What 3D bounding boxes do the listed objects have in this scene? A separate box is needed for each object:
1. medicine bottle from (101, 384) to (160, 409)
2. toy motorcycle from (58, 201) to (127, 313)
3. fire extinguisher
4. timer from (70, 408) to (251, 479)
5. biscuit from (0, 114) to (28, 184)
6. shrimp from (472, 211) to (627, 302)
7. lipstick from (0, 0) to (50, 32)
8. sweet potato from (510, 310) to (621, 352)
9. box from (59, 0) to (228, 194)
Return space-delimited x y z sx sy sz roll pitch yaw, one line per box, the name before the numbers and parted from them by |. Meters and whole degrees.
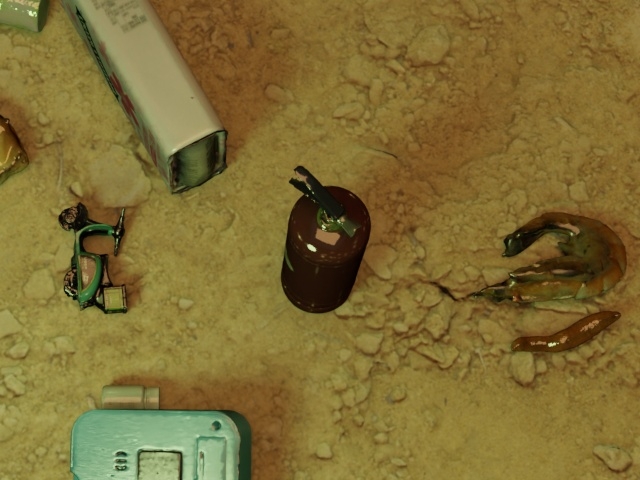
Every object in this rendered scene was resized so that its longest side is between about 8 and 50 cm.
medicine bottle | -0.276 0.234 1.779 0.083 0.047 0.047 1 74 -5
toy motorcycle | -0.338 0.025 1.830 0.100 0.058 0.173 -3 76 -13
fire extinguisher | 0.000 0.000 1.718 0.135 0.337 0.114 39 73 8
timer | -0.227 0.353 1.731 0.250 0.091 0.232 1 86 6
biscuit | -0.582 -0.081 1.843 0.154 0.045 0.299 41 76 6
shrimp | 0.352 0.023 1.888 0.254 0.059 0.145 -4 72 -7
lipstick | -0.580 -0.401 1.919 0.304 0.076 0.076 15 74 0
sweet potato | 0.376 0.146 1.864 0.179 0.044 0.044 -19 77 -4
box | -0.270 -0.256 1.847 0.112 0.190 0.370 -28 77 -11
